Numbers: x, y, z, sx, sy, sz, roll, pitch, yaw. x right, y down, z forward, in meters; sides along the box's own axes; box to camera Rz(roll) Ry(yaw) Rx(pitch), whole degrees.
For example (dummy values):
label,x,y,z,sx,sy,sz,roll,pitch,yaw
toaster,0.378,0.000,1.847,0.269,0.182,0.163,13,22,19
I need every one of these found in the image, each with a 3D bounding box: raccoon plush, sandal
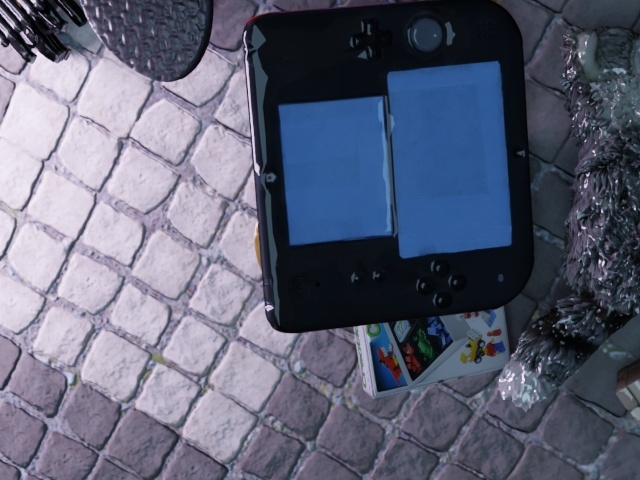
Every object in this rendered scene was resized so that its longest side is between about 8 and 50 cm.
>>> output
label,x,y,z,sx,sy,sz,roll,pitch,yaw
raccoon plush,0.303,-0.049,1.789,0.446,0.216,0.299,-44,87,-6
sandal,-0.263,-0.402,1.919,0.167,0.107,0.446,-35,82,17

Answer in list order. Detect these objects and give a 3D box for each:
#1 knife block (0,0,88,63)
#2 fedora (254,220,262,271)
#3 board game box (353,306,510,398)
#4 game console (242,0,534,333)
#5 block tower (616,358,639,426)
label,x,y,z,sx,sy,sz,roll,pitch,yaw
knife block,-0.421,-0.356,1.968,0.088,0.242,0.276,-42,48,15
fedora,0.000,0.000,1.948,0.194,0.079,0.194,-3,99,-17
board game box,0.128,0.032,1.921,0.193,0.053,0.305,-11,101,-14
game console,0.087,-0.093,1.832,0.342,0.060,0.387,-7,99,-15
block tower,0.534,0.122,1.887,0.335,0.097,0.091,-35,95,18
